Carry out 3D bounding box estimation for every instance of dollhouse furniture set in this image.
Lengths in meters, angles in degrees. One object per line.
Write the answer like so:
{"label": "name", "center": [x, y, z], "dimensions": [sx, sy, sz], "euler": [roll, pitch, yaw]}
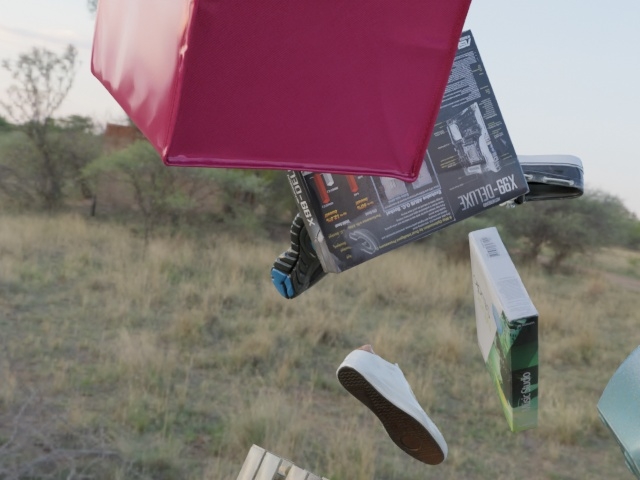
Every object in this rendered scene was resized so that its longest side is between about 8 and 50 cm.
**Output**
{"label": "dollhouse furniture set", "center": [-0.062, 0.520, 1.358], "dimensions": [0.242, 0.161, 0.212], "euler": [7, -24, 48]}

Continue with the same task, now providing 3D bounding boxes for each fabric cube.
{"label": "fabric cube", "center": [-0.043, -0.220, 0.642], "dimensions": [0.254, 0.259, 0.258], "euler": [1, 26, -32]}

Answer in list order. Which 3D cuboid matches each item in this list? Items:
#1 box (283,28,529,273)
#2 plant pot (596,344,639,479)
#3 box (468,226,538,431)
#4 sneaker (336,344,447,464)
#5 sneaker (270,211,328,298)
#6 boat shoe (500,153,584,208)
{"label": "box", "center": [0.106, -0.123, 0.962], "dimensions": [0.307, 0.243, 0.076], "euler": [-23, 5, -13]}
{"label": "plant pot", "center": [0.572, 0.277, 1.040], "dimensions": [0.252, 0.247, 0.248], "euler": [-29, 15, 9]}
{"label": "box", "center": [0.342, 0.169, 1.306], "dimensions": [0.058, 0.322, 0.232], "euler": [-14, 39, 3]}
{"label": "sneaker", "center": [0.171, 0.332, 1.463], "dimensions": [0.290, 0.106, 0.123], "euler": [48, 40, -1]}
{"label": "sneaker", "center": [0.000, 0.000, 1.622], "dimensions": [0.139, 0.125, 0.341], "euler": [-28, -15, -42]}
{"label": "boat shoe", "center": [0.453, -0.128, 1.634], "dimensions": [0.306, 0.105, 0.113], "euler": [1, -32, 11]}
